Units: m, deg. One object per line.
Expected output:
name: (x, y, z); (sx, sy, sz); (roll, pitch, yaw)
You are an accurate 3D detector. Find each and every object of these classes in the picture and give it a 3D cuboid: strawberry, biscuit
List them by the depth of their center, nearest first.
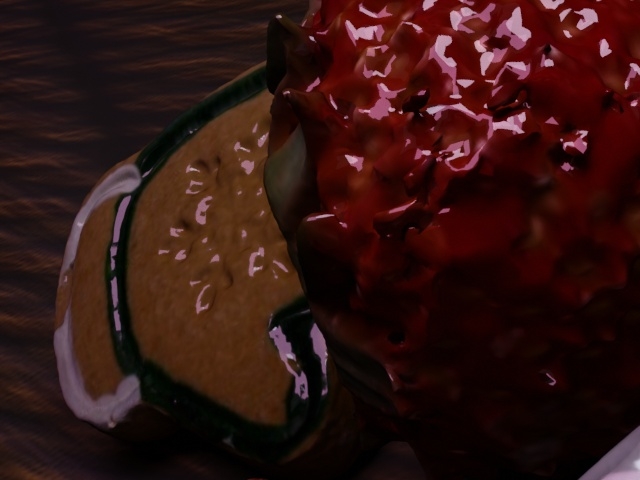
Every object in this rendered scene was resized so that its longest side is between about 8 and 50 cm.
strawberry: (0.149, -0.032, 0.686); (0.344, 0.292, 0.292); (-13, 32, 11)
biscuit: (-0.038, 0.016, 0.921); (0.344, 0.057, 0.287); (-26, 53, 27)

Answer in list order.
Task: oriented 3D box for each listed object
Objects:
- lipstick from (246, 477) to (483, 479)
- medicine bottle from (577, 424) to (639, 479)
lipstick: (0.054, 0.149, 0.731); (0.274, 0.061, 0.068); (0, 46, 44)
medicine bottle: (0.169, 0.175, 0.356); (0.170, 0.170, 0.293); (-40, 63, -15)
